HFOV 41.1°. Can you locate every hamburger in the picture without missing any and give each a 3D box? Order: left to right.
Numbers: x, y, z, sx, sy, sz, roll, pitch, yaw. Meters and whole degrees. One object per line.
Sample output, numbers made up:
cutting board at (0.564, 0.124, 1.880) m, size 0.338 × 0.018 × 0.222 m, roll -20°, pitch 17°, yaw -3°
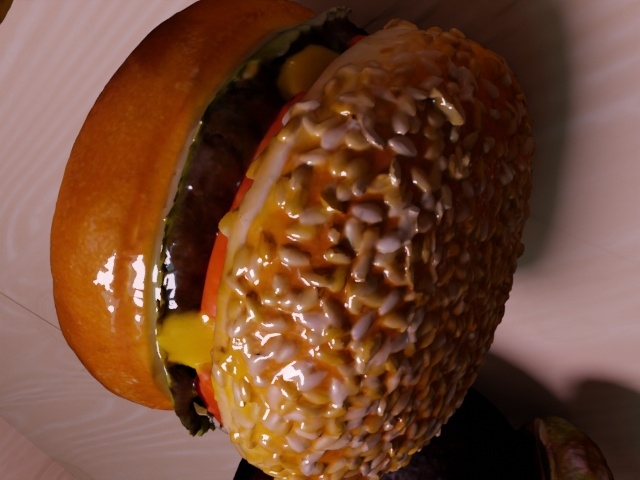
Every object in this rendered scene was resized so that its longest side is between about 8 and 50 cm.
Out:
hamburger at (0.000, 0.000, 0.594) m, size 0.250 × 0.330 × 0.330 m, roll 18°, pitch 143°, yaw 21°

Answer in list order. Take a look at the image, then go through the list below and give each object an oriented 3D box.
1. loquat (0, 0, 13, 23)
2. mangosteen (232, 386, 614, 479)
loquat at (-0.334, -0.253, 0.671) m, size 0.244 × 0.244 × 0.243 m, roll 23°, pitch 144°, yaw 18°
mangosteen at (0.115, 0.310, 0.841) m, size 0.435 × 0.382 × 0.382 m, roll 1°, pitch 134°, yaw 29°
